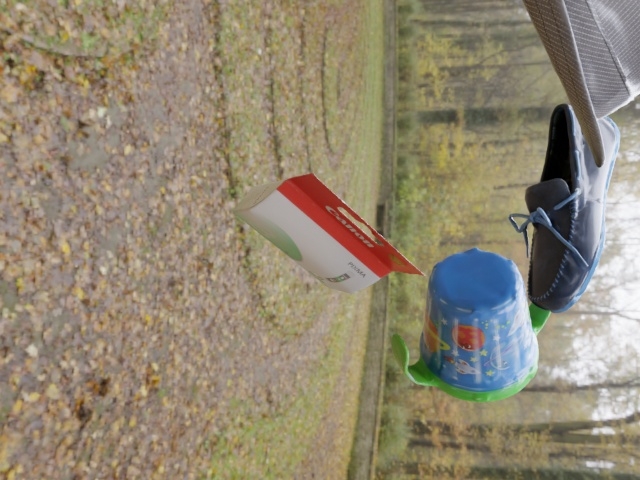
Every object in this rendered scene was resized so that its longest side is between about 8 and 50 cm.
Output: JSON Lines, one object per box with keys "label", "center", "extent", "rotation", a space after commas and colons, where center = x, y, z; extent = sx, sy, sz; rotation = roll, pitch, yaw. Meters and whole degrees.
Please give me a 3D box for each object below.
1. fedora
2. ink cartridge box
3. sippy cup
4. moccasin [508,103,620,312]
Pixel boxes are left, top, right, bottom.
{"label": "fedora", "center": [0.219, -0.204, 0.445], "extent": [0.275, 0.124, 0.244], "rotation": [51, 33, -28]}
{"label": "ink cartridge box", "center": [0.000, 0.000, 0.725], "extent": [0.056, 0.181, 0.224], "rotation": [-53, -162, -10]}
{"label": "sippy cup", "center": [0.296, 0.146, 1.121], "extent": [0.305, 0.240, 0.224], "rotation": [-50, 142, -35]}
{"label": "moccasin", "center": [0.367, -0.058, 0.931], "extent": [0.137, 0.116, 0.342], "rotation": [-34, -146, 63]}
